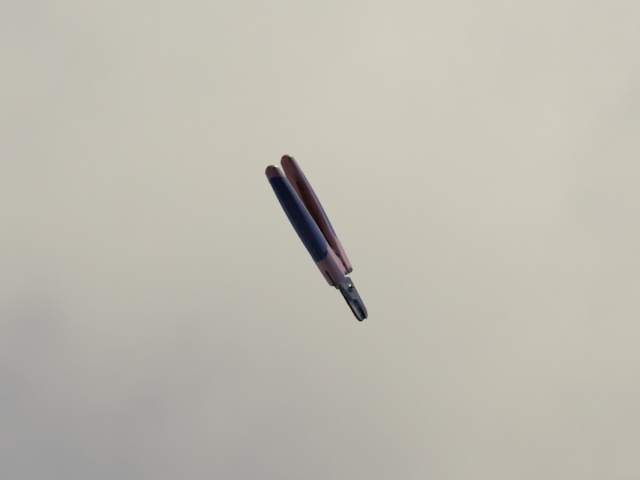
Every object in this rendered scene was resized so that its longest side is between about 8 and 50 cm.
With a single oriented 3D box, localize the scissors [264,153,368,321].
[{"bbox_3d":[0.000,0.000,1.072,0.012,0.113,0.039,-26,-175,23],"label":"scissors"}]
